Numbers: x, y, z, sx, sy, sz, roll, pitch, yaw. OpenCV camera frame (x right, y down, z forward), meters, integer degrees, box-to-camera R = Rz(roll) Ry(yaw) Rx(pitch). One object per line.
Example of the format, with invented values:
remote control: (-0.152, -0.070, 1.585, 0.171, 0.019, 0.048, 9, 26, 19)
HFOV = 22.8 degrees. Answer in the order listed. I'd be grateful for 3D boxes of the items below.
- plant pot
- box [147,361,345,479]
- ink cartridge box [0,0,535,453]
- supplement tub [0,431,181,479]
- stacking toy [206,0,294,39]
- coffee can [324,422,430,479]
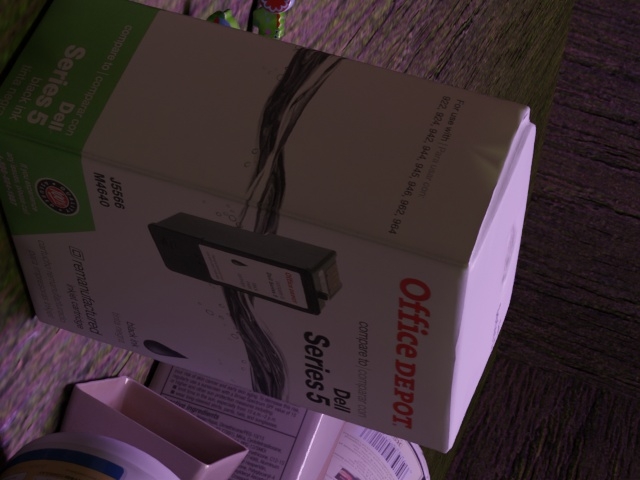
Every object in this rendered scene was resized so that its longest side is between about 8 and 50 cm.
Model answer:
plant pot: (-0.130, 0.165, 1.106, 0.096, 0.109, 0.109, -62, 168, 5)
box: (-0.055, 0.129, 1.277, 0.121, 0.148, 0.311, 83, 28, -63)
ink cartridge box: (-0.031, -0.010, 0.894, 0.198, 0.273, 0.115, 88, 22, -55)
supplement tub: (-0.163, 0.227, 0.930, 0.200, 0.144, 0.144, -60, 162, -45)
stacking toy: (-0.024, -0.225, 1.123, 0.167, 0.052, 0.221, -54, 158, -70)
coffee can: (-0.024, 0.273, 1.460, 0.275, 0.201, 0.201, -38, 143, -69)
